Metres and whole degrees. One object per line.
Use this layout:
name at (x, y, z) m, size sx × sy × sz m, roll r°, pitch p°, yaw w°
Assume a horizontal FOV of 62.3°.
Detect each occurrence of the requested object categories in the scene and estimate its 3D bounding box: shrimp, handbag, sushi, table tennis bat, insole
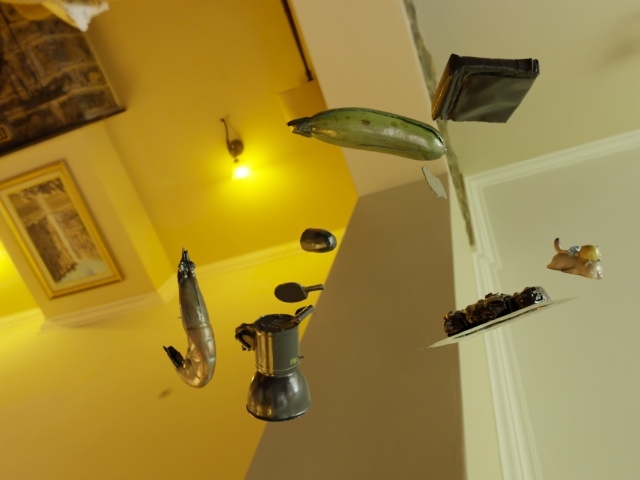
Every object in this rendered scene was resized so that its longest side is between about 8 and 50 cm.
shrimp at (-0.271, 0.156, 1.022) m, size 0.051 × 0.262 × 0.198 m, roll -6°, pitch 168°, yaw -41°
handbag at (0.413, -0.389, 1.361) m, size 0.223 × 0.080 × 0.247 m, roll 1°, pitch 163°, yaw 0°
sushi at (0.273, 0.109, 0.840) m, size 0.215 × 0.050 × 0.192 m, roll -32°, pitch 158°, yaw 35°
table tennis bat at (-0.034, 0.081, 0.848) m, size 0.083 × 0.050 × 0.007 m, roll -13°, pitch -136°, yaw 16°
insole at (0.240, -0.118, 1.110) m, size 0.006 × 0.065 × 0.193 m, roll -24°, pitch 169°, yaw 20°

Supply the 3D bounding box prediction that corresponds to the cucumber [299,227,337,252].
cucumber at (0.000, 0.000, 0.974) m, size 0.048 × 0.048 × 0.105 m, roll -28°, pitch -168°, yaw -22°

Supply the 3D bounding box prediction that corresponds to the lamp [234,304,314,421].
lamp at (-0.101, 0.248, 1.138) m, size 0.172 × 0.227 × 0.147 m, roll 4°, pitch -165°, yaw 24°

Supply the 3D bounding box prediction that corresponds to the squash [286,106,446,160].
squash at (0.098, -0.232, 1.111) m, size 0.341 × 0.094 × 0.094 m, roll 10°, pitch -159°, yaw 0°

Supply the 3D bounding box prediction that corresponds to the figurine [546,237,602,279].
figurine at (0.379, 0.027, 0.784) m, size 0.047 × 0.050 × 0.083 m, roll -2°, pitch -170°, yaw -35°
